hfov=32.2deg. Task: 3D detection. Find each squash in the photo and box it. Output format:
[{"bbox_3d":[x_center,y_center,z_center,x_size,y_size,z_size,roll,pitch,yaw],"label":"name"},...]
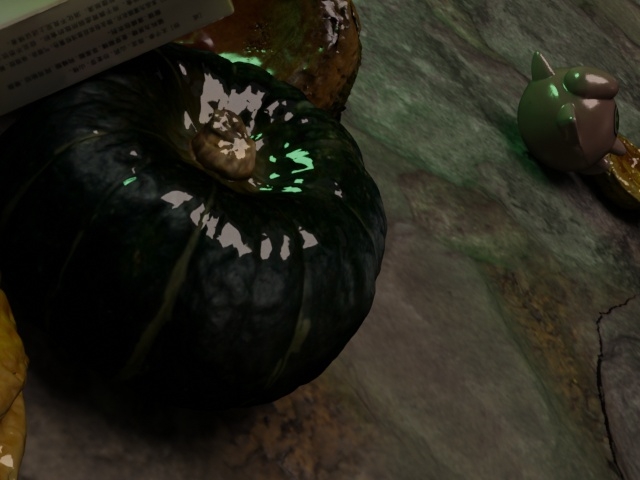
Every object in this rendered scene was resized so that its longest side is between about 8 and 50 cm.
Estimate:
[{"bbox_3d":[-0.081,-0.014,0.704,0.252,0.165,0.252,25,36,-20],"label":"squash"}]

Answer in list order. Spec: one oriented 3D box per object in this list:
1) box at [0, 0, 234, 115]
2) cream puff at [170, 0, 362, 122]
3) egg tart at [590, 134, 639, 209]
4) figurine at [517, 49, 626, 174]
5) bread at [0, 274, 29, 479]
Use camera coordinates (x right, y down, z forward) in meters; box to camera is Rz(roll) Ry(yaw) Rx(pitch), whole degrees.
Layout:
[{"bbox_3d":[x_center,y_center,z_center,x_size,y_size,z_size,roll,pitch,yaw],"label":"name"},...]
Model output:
[{"bbox_3d":[-0.203,-0.155,0.669,0.062,0.260,0.175,70,-7,-51],"label":"box"},{"bbox_3d":[-0.035,-0.151,0.944,0.183,0.183,0.169,57,10,21],"label":"cream puff"},{"bbox_3d":[0.369,-0.082,1.358,0.130,0.052,0.130,28,36,-23],"label":"egg tart"},{"bbox_3d":[0.289,-0.142,1.276,0.138,0.125,0.125,51,17,-50],"label":"figurine"},{"bbox_3d":[-0.239,0.047,0.512,0.198,0.120,0.236,-4,55,-51],"label":"bread"}]
